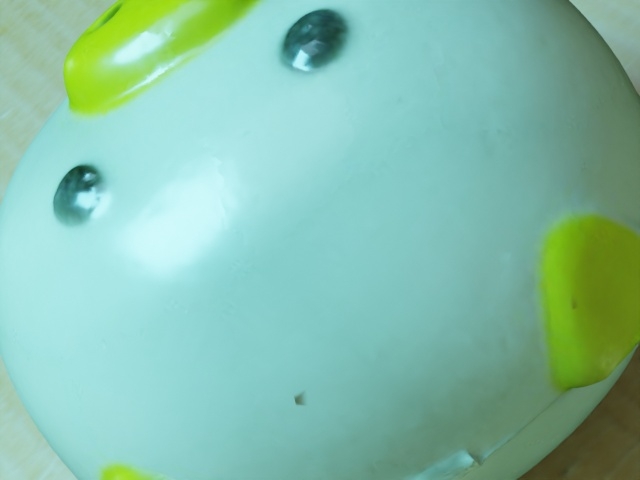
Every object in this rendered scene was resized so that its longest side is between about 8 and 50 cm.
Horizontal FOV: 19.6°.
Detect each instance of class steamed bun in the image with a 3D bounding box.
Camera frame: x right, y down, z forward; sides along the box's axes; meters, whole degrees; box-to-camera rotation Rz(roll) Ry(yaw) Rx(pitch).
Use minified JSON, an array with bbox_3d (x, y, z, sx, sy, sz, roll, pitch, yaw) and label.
[{"bbox_3d":[0.003,0.004,1.014,0.374,0.334,0.334,-34,44,10],"label":"steamed bun"}]
